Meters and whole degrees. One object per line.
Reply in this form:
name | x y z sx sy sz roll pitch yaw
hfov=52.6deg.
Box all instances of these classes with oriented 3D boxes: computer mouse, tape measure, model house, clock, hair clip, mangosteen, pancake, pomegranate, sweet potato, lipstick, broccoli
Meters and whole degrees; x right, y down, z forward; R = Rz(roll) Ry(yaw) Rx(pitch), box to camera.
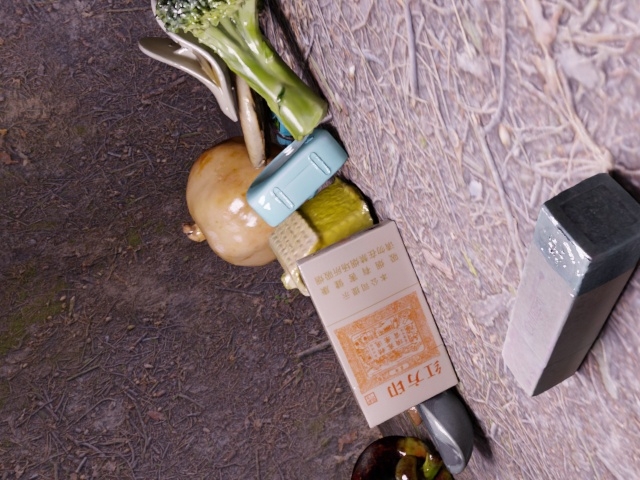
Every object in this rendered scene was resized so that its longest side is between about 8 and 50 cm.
computer mouse | 0.253 0.358 1.410 0.379 0.090 0.167 -122 9 -72
tape measure | -0.087 -0.296 1.580 0.125 0.080 0.146 87 163 -64
model house | 0.000 0.000 1.395 0.193 0.234 0.175 49 163 56
clock | -0.057 -0.146 1.420 0.094 0.223 0.274 47 -177 -13
hair clip | -0.271 -0.408 1.410 0.282 0.113 0.173 30 -151 -30
mangosteen | 0.243 0.736 1.917 0.330 0.330 0.330 62 172 16
pancake | -0.172 -0.363 1.637 0.382 0.071 0.383 175 90 -88
pomegranate | -0.224 -0.110 1.921 0.412 0.411 0.411 62 172 16
sweet potato | 0.237 0.406 1.792 0.050 0.050 0.214 114 134 -80
lipstick | 0.238 0.064 0.641 0.066 0.068 0.317 58 170 32
broccoli | -0.150 -0.389 1.224 0.353 0.274 0.397 -4 -112 -50

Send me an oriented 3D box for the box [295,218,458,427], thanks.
box | 0.114 0.164 1.262 0.365 0.204 0.051 67 172 -14
